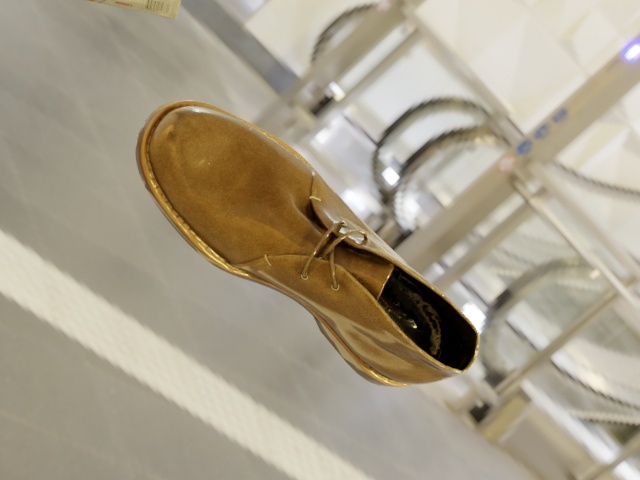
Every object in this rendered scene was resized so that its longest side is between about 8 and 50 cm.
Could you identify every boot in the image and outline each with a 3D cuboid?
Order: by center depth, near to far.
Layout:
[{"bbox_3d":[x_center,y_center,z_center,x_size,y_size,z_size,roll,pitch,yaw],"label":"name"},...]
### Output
[{"bbox_3d":[0.000,0.000,0.981,0.305,0.112,0.115,40,-18,-19],"label":"boot"}]

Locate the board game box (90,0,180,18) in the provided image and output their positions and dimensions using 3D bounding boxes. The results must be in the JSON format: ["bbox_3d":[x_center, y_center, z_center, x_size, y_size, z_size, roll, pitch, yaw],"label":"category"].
[{"bbox_3d":[-0.141,-0.180,0.683,0.154,0.026,0.103,10,66,-10],"label":"board game box"}]
